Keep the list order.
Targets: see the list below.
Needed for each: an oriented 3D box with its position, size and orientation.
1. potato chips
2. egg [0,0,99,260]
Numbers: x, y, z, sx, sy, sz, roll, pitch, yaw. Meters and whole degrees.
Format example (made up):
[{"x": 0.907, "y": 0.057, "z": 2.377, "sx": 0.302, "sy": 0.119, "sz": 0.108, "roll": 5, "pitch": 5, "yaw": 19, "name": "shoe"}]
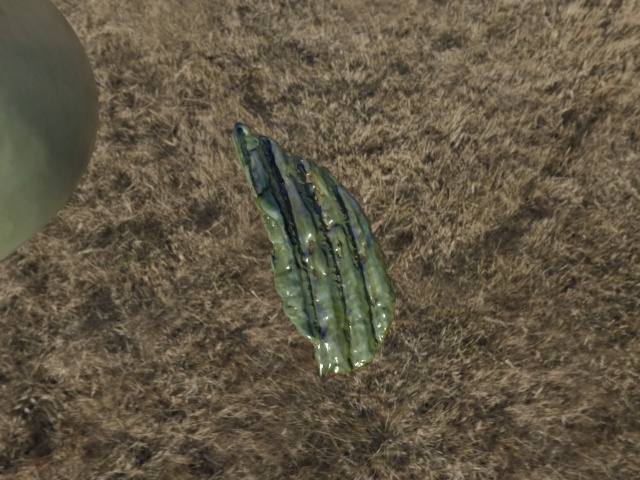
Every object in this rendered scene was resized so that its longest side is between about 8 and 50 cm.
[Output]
[{"x": 0.000, "y": 0.000, "z": 0.373, "sx": 0.092, "sy": 0.028, "sz": 0.207, "roll": -19, "pitch": 88, "yaw": -18, "name": "potato chips"}, {"x": -0.306, "y": -0.090, "z": 0.334, "sx": 0.258, "sy": 0.258, "sz": 0.352, "roll": -7, "pitch": 26, "yaw": 5, "name": "egg"}]
